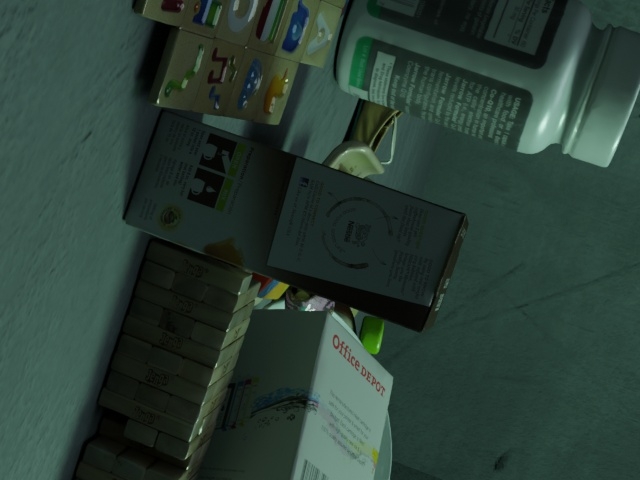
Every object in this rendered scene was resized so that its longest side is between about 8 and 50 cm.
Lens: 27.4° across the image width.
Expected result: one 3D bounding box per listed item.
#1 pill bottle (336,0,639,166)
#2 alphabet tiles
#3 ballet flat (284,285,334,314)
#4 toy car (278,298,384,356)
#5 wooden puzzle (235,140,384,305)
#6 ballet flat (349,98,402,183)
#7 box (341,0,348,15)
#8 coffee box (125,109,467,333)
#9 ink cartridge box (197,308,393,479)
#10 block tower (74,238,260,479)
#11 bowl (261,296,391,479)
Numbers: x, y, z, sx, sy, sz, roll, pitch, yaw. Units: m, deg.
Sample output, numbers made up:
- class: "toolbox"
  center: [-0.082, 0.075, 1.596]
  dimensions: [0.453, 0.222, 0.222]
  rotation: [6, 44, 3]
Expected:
- class: "pill bottle"
  center: [0.217, -0.229, 1.655]
  dimensions: [0.204, 0.361, 0.204]
  rotation: [20, 90, -82]
- class: "alphabet tiles"
  center: [-0.034, -0.231, 1.010]
  dimensions: [0.342, 0.011, 0.285]
  rotation: [-3, 113, -69]
- class: "ballet flat"
  center: [0.000, 0.000, 1.570]
  dimensions: [0.079, 0.077, 0.221]
  rotation: [94, 6, -57]
- class: "toy car"
  center: [0.011, 0.101, 1.904]
  dimensions: [0.188, 0.155, 0.149]
  rotation: [-80, -178, -48]
- class: "wooden puzzle"
  center: [-0.023, -0.004, 1.411]
  dimensions: [0.238, 0.044, 0.221]
  rotation: [-46, 173, 3]
- class: "ballet flat"
  center: [0.063, -0.110, 1.940]
  dimensions: [0.080, 0.073, 0.232]
  rotation: [17, 94, -81]
- class: "box"
  center: [-0.011, -0.253, 1.208]
  dimensions: [0.233, 0.044, 0.159]
  rotation: [-57, 165, -58]
- class: "coffee box"
  center: [-0.013, -0.014, 1.055]
  dimensions: [0.141, 0.247, 0.098]
  rotation: [9, 100, -81]
- class: "ink cartridge box"
  center: [-0.051, 0.206, 1.311]
  dimensions: [0.171, 0.168, 0.232]
  rotation: [50, 47, -49]
- class: "block tower"
  center: [-0.148, 0.168, 1.157]
  dimensions: [0.097, 0.091, 0.335]
  rotation: [-31, 141, -79]
- class: "bowl"
  center: [-0.049, 0.224, 1.587]
  dimensions: [0.298, 0.134, 0.297]
  rotation: [29, 52, -46]
